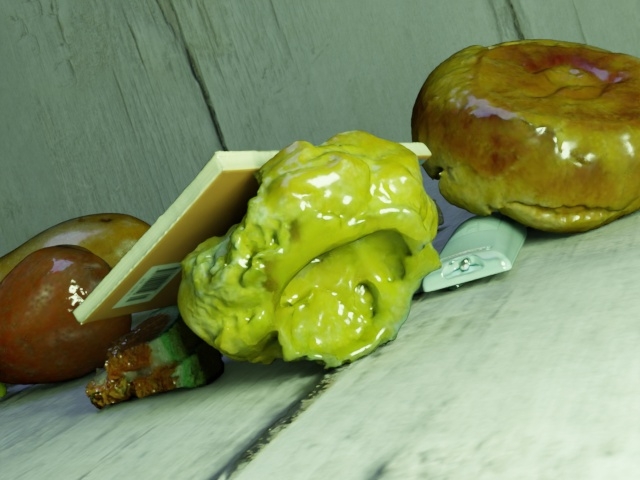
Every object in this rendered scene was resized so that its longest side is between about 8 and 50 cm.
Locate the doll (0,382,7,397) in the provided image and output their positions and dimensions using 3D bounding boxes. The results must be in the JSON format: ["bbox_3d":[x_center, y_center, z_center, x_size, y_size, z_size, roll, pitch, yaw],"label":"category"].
[{"bbox_3d":[-0.559,0.191,1.877,0.341,0.098,0.346,-26,27,-4],"label":"doll"}]

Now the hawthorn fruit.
[{"bbox_3d":[-0.381,0.119,1.705,0.251,0.199,0.199,-33,10,-17],"label":"hawthorn fruit"}]

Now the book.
[{"bbox_3d":[-0.064,-0.013,1.362,0.262,0.028,0.374,-45,-20,31],"label":"book"}]

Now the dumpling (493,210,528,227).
[{"bbox_3d":[0.258,-0.060,1.712,0.176,0.092,0.150,-21,12,-28],"label":"dumpling"}]

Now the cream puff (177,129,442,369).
[{"bbox_3d":[0.003,0.029,1.226,0.282,0.185,0.282,-31,-20,-13],"label":"cream puff"}]

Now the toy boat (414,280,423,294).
[{"bbox_3d":[0.069,0.026,1.584,0.127,0.078,0.283,-20,5,-3],"label":"toy boat"}]

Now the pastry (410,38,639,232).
[{"bbox_3d":[0.285,-0.142,1.581,0.356,0.163,0.356,1,31,0],"label":"pastry"}]

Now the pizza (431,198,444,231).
[{"bbox_3d":[0.111,-0.022,1.947,0.154,0.069,0.194,-17,4,9],"label":"pizza"}]

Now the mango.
[{"bbox_3d":[-0.443,0.074,2.124,0.384,0.198,0.221,-16,-9,-19],"label":"mango"}]

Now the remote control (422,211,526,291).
[{"bbox_3d":[0.188,0.008,1.511,0.103,0.051,0.293,-17,7,15],"label":"remote control"}]

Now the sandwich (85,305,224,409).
[{"bbox_3d":[-0.188,0.125,1.441,0.159,0.079,0.235,-18,6,5],"label":"sandwich"}]
